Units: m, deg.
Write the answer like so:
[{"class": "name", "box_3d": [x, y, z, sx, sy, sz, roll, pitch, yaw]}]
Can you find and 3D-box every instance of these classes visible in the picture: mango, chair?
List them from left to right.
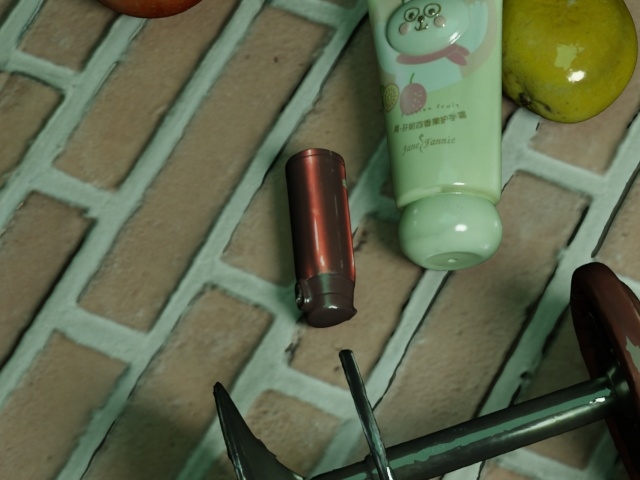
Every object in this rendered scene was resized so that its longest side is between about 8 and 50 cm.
[{"class": "chair", "box_3d": [0.136, 0.155, 1.553, 0.401, 0.226, 0.226, -18, 61, -2]}, {"class": "mango", "box_3d": [0.223, -0.197, 1.802, 0.137, 0.098, 0.195, -3, 58, 11]}]

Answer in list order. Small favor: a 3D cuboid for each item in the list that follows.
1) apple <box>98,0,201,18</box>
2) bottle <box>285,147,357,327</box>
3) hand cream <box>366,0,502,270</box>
[{"class": "apple", "box_3d": [-0.163, -0.303, 1.880, 0.181, 0.168, 0.181, -2, 61, 3]}, {"class": "bottle", "box_3d": [0.000, 0.000, 1.752, 0.060, 0.060, 0.164, -8, 61, 5]}, {"class": "hand cream", "box_3d": [0.111, -0.126, 1.758, 0.147, 0.093, 0.305, -12, 69, 25]}]
